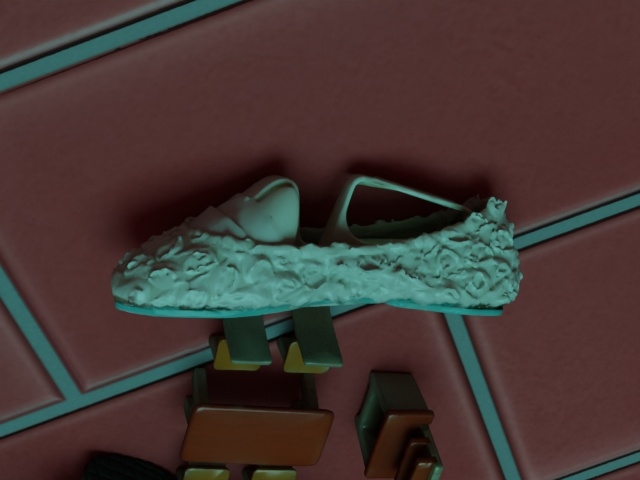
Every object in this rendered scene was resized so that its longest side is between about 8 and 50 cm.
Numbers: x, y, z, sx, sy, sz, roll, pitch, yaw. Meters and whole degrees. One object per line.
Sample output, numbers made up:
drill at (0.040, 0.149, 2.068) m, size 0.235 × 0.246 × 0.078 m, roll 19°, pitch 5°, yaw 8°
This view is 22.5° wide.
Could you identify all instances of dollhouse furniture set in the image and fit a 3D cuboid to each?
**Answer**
dollhouse furniture set at (-0.015, 0.205, 1.681) m, size 0.259 × 0.135 × 0.262 m, roll 4°, pitch 129°, yaw -17°

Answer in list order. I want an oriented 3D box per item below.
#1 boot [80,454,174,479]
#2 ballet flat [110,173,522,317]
boot at (-0.197, 0.339, 1.794) m, size 0.246 × 0.083 × 0.161 m, roll 30°, pitch 123°, yaw -31°
ballet flat at (0.000, 0.000, 1.537) m, size 0.408 × 0.147 × 0.147 m, roll 1°, pitch 130°, yaw -18°
